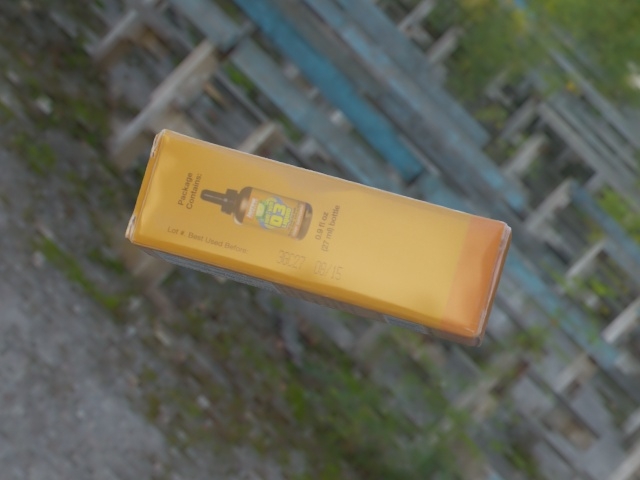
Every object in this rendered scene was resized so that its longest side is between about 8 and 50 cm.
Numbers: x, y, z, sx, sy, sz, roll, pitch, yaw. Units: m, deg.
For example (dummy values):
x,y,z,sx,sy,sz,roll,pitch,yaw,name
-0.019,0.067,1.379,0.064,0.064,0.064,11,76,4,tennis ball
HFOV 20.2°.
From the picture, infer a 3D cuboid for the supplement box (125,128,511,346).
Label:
x,y,z,sx,sy,sz,roll,pitch,yaw,name
0.000,0.000,1.148,0.233,0.078,0.080,16,-6,6,supplement box
